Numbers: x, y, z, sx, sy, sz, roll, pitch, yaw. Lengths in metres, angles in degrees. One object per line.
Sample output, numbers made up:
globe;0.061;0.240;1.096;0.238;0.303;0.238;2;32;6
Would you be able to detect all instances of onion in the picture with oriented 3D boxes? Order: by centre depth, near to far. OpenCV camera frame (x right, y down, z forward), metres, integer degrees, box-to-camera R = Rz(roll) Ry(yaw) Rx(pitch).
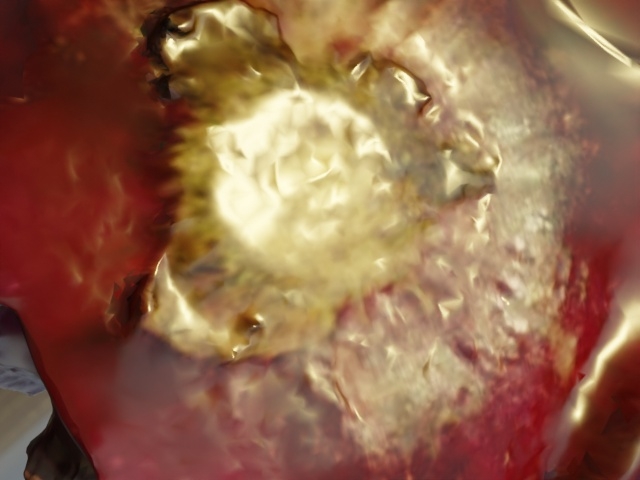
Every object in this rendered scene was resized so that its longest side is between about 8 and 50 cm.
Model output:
onion;0.000;0.000;0.656;0.398;0.398;0.420;-41;179;-20
